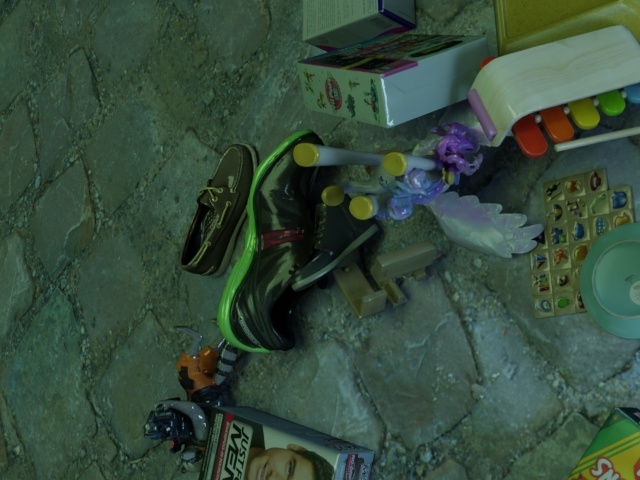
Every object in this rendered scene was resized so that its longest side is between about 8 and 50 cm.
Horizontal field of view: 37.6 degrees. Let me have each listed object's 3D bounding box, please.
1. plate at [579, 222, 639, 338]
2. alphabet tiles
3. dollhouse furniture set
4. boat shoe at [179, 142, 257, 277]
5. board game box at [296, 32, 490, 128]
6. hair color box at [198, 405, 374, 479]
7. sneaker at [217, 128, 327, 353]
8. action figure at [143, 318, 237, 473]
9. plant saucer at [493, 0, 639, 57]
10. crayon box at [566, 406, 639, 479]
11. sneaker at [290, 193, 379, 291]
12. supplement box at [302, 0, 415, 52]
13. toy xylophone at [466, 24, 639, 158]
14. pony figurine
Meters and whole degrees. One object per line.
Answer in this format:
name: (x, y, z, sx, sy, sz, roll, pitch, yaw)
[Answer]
plate: (0.498, 0.063, 1.507, 0.188, 0.024, 0.188, -11, 74, 41)
alphabet tiles: (0.440, 0.003, 1.595, 0.198, 0.009, 0.237, -14, 72, 41)
dollhouse furniture set: (0.117, 0.040, 1.795, 0.123, 0.144, 0.151, 58, 156, 34)
boat shoe: (-0.239, -0.075, 2.178, 0.116, 0.096, 0.325, 25, 99, 43)
board game box: (0.125, -0.293, 1.673, 0.303, 0.224, 0.098, 23, 131, 59)
hair color box: (-0.079, 0.470, 1.913, 0.374, 0.113, 0.186, 9, 88, 43)
sneaker: (-0.059, 0.008, 1.974, 0.202, 0.185, 0.483, 17, 96, 25)
action figure: (-0.266, 0.348, 2.039, 0.178, 0.341, 0.330, 3, 92, 4)
plant saucer: (0.429, -0.474, 1.652, 0.332, 0.081, 0.333, -14, 71, 40)
crayon box: (0.460, 0.442, 1.441, 0.202, 0.081, 0.319, 40, 109, 39)
sneaker: (0.000, 0.000, 1.863, 0.118, 0.222, 0.083, 50, 155, 2)
supplement box: (0.077, -0.476, 1.956, 0.220, 0.111, 0.114, -12, 74, 41)
toy xylophone: (0.404, -0.228, 1.489, 0.081, 0.322, 0.236, 90, 170, -60)
pony figurine: (0.186, -0.120, 1.639, 0.350, 0.363, 0.303, 9, 104, 37)
